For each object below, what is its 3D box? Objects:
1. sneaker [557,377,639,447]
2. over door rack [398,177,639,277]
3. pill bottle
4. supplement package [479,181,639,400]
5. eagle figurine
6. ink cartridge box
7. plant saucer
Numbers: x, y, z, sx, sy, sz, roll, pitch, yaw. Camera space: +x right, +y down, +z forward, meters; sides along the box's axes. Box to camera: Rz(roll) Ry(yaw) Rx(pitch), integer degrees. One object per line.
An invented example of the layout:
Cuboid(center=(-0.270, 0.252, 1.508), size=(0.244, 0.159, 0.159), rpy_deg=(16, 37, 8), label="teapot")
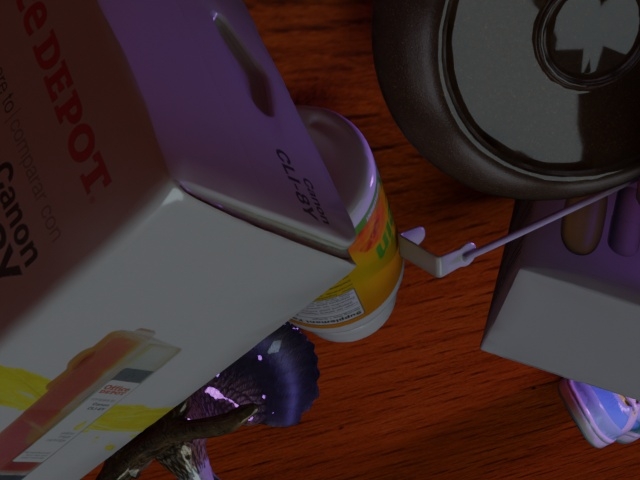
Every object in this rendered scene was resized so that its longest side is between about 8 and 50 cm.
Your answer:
Cuboid(center=(0.504, 0.225, 1.779), size=(0.208, 0.127, 0.319), rpy_deg=(-35, 159, 20), label="sneaker")
Cuboid(center=(0.222, -0.106, 0.944), size=(0.324, 0.108, 0.239), rpy_deg=(-16, 122, -18), label="over door rack")
Cuboid(center=(0.000, 0.000, 1.003), size=(0.136, 0.136, 0.245), rpy_deg=(-26, 151, 0), label="pill bottle")
Cuboid(center=(0.282, 0.018, 1.109), size=(0.194, 0.203, 0.149), rpy_deg=(18, 144, 4), label="supplement package")
Cuboid(center=(-0.143, 0.183, 1.189), size=(0.226, 0.225, 0.298), rpy_deg=(12, -171, 10), label="eagle figurine")
Cuboid(center=(-0.207, -0.003, 0.696), size=(0.385, 0.279, 0.160), rpy_deg=(-39, 148, 21), label="ink cartridge box")
Cuboid(center=(0.193, -0.159, 0.833), size=(0.311, 0.050, 0.310), rpy_deg=(-4, 118, -8), label="plant saucer")
